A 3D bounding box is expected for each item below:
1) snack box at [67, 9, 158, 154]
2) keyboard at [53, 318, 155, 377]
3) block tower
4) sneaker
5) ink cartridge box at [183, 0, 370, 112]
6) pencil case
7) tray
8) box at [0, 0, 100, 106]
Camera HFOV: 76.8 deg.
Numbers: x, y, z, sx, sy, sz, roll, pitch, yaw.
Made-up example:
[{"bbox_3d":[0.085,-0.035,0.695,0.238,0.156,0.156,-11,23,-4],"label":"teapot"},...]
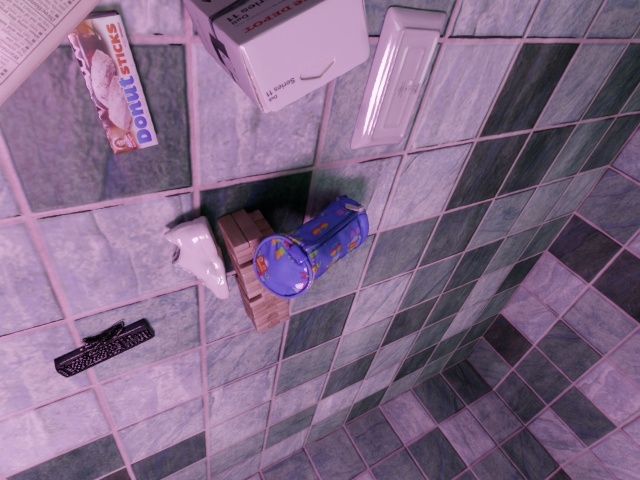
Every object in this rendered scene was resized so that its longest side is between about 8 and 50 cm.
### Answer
[{"bbox_3d":[-0.272,-0.202,0.537,0.064,0.022,0.178,-23,141,-22],"label":"snack box"},{"bbox_3d":[-0.451,0.231,0.844,0.192,0.038,0.100,-26,142,-18],"label":"keyboard"},{"bbox_3d":[-0.138,0.082,0.901,0.090,0.097,0.336,-24,143,-18],"label":"block tower"},{"bbox_3d":[-0.242,0.044,0.801,0.094,0.080,0.212,-17,133,-9],"label":"sneaker"},{"bbox_3d":[-0.059,-0.265,0.491,0.153,0.208,0.087,-32,144,-8],"label":"ink cartridge box"},{"bbox_3d":[0.000,0.000,0.813,0.133,0.119,0.306,-46,174,35],"label":"pencil case"},{"bbox_3d":[0.153,-0.299,0.790,0.145,0.030,0.270,-15,138,-31],"label":"tray"},{"bbox_3d":[-0.278,-0.279,0.362,0.311,0.121,0.148,-41,144,4],"label":"box"}]
